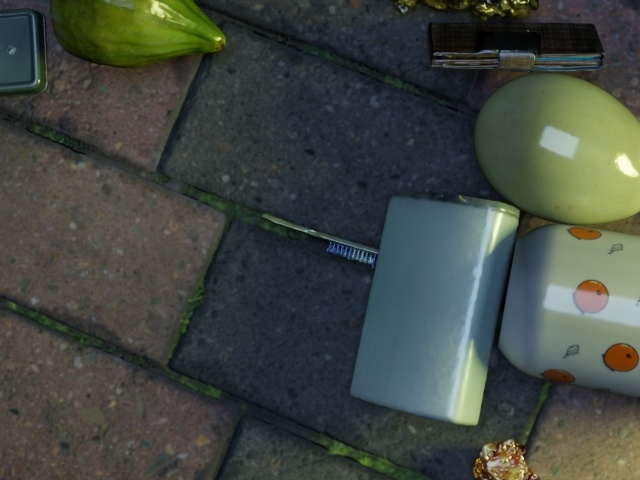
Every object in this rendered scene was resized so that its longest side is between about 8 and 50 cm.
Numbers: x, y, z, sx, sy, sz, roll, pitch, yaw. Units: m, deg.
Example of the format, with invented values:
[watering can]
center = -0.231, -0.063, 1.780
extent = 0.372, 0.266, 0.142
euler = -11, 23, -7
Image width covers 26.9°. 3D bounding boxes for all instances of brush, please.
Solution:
[brush]
center = 0.000, -0.001, 1.856
extent = 0.178, 0.033, 0.030
euler = 18, 101, 8

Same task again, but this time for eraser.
[eraser]
center = 0.149, 0.085, 1.771
extent = 0.189, 0.104, 0.290
euler = 10, 86, 38

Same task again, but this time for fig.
[fig]
center = -0.260, -0.324, 1.856
extent = 0.233, 0.167, 0.167
euler = -5, 84, -17

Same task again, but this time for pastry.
[pastry]
center = 0.262, 0.346, 1.783
extent = 0.087, 0.063, 0.169
euler = -28, 77, -6

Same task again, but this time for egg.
[egg]
center = 0.323, -0.116, 1.748
extent = 0.253, 0.188, 0.189
euler = 23, 88, 9

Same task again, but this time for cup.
[cup]
center = 0.396, 0.096, 1.711
extent = 0.317, 0.212, 0.212
euler = 9, 86, 8

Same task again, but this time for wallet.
[wallet]
center = 0.261, -0.264, 1.802
extent = 0.230, 0.124, 0.042
euler = 3, 118, 1

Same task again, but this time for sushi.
[sushi]
center = 0.197, -0.366, 1.807
extent = 0.212, 0.147, 0.115
euler = 7, 81, 0

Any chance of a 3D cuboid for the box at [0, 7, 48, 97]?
[box]
center = -0.443, -0.272, 1.929
extent = 0.091, 0.031, 0.126
euler = -3, 86, 7
